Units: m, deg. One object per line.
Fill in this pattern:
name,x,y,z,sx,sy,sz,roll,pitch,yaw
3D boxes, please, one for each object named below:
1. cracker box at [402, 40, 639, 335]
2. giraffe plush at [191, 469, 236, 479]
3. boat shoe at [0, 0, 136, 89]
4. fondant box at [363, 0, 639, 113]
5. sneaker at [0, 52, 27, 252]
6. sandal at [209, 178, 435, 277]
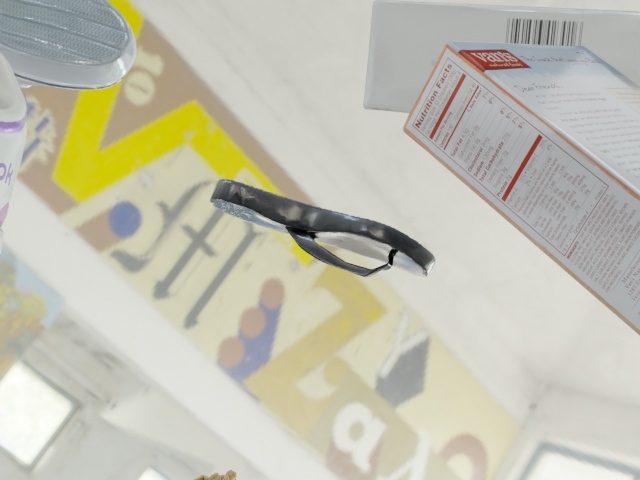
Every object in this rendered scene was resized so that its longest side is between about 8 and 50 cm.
cracker box,0.180,-0.027,0.636,0.232,0.155,0.067,46,-55,29
giraffe plush,-0.124,0.343,1.211,0.210,0.170,0.181,37,1,-7
boat shoe,-0.223,-0.147,0.781,0.226,0.083,0.076,24,-32,19
fondant box,0.211,-0.157,1.007,0.238,0.096,0.330,8,9,24
sneaker,-0.210,-0.034,0.490,0.282,0.161,0.102,16,-2,44
sandal,0.000,0.000,1.184,0.254,0.055,0.097,17,-12,15
